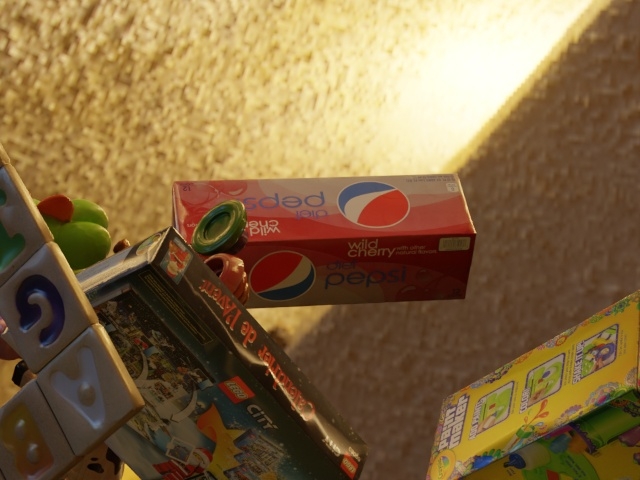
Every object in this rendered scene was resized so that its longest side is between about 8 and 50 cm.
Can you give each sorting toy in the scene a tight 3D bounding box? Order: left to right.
[{"bbox_3d":[-0.074,0.020,1.199,0.061,0.102,0.042,-24,-50,28],"label":"sorting toy"}]

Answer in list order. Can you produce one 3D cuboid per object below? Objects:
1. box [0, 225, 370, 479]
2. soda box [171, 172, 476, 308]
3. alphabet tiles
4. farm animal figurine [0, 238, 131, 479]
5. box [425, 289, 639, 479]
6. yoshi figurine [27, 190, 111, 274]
[{"bbox_3d":[-0.097,0.111,1.140,0.159,0.044,0.233,-25,-64,34],"label":"box"},{"bbox_3d":[0.000,0.000,1.403,0.263,0.092,0.083,-2,-48,-9],"label":"soda box"},{"bbox_3d":[-0.198,0.053,0.694,0.237,0.198,0.009,-41,-19,27],"label":"alphabet tiles"},{"bbox_3d":[-0.248,0.180,1.604,0.172,0.330,0.326,41,-31,20],"label":"farm animal figurine"},{"bbox_3d":[0.313,0.260,1.680,0.279,0.177,0.290,-33,-69,29],"label":"box"},{"bbox_3d":[-0.402,0.048,1.684,0.362,0.203,0.203,-7,-10,-6],"label":"yoshi figurine"}]
